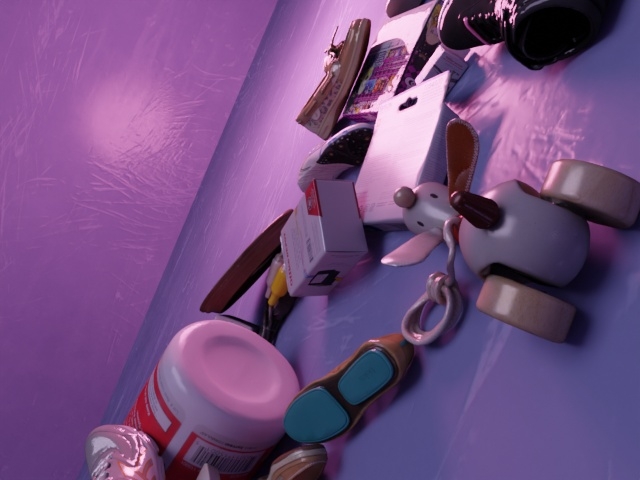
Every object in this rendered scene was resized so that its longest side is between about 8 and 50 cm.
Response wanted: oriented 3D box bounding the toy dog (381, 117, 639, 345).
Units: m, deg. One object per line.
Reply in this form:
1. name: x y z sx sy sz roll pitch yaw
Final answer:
1. toy dog: 0.142 -0.019 0.628 0.333 0.160 0.220 -18 49 63

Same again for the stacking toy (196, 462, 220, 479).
1. stacking toy: -0.116 0.465 0.778 0.309 0.130 0.279 -58 29 -9

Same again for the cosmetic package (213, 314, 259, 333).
1. cosmetic package: -0.205 0.266 1.231 0.117 0.085 0.231 71 -140 -83

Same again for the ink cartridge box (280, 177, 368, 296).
1. ink cartridge box: 0.000 0.000 0.997 0.175 0.072 0.128 127 138 -56

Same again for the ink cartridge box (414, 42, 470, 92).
1. ink cartridge box: 0.188 -0.260 0.937 0.083 0.048 0.028 -54 24 30

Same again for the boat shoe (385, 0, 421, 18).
1. boat shoe: 0.192 -0.524 1.167 0.227 0.079 0.081 -48 31 46

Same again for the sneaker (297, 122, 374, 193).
1. sneaker: 0.027 -0.166 1.179 0.237 0.085 0.086 -34 42 53

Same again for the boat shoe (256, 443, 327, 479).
1. boat shoe: -0.040 0.342 0.840 0.190 0.068 0.072 -57 37 41

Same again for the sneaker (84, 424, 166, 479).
1. sneaker: -0.264 0.329 0.812 0.262 0.121 0.099 34 90 42

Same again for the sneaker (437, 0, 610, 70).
1. sneaker: 0.231 -0.272 0.763 0.295 0.104 0.147 -12 51 60

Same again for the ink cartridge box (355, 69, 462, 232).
1. ink cartridge box: 0.125 -0.123 0.936 0.223 0.045 0.224 0 71 69

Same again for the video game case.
1. video game case: 0.134 -0.322 1.143 0.210 0.041 0.232 -66 20 1

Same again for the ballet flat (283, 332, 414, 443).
1. ballet flat: 0.040 0.193 0.796 0.232 0.080 0.073 -44 -11 37

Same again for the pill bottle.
1. pill bottle: -0.222 0.349 1.025 0.408 0.228 0.229 -56 23 23

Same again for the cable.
1. cable: -0.106 0.139 1.191 0.288 0.072 0.139 -64 15 6

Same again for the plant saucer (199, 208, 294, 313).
1. plant saucer: -0.137 0.050 1.256 0.278 0.041 0.278 -48 -3 -3

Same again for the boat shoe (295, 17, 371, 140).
1. boat shoe: 0.024 -0.330 1.267 0.105 0.089 0.285 -66 1 -47
